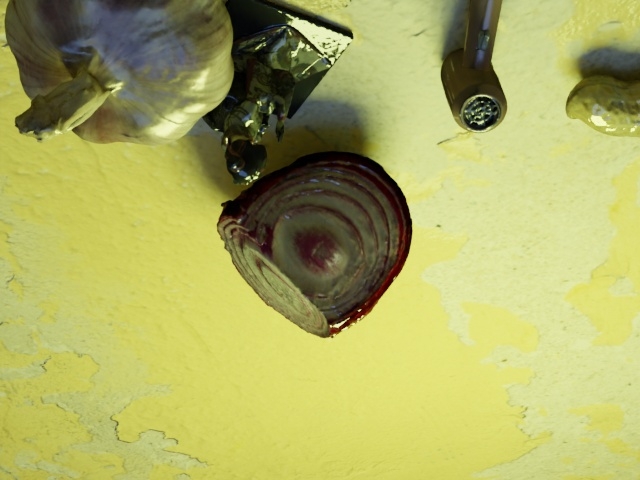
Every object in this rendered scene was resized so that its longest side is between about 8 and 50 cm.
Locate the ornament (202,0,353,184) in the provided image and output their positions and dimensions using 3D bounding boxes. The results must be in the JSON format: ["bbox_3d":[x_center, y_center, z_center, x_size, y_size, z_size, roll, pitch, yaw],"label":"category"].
[{"bbox_3d":[-0.065,-0.135,1.284,0.153,0.196,0.166,17,138,-24],"label":"ornament"}]

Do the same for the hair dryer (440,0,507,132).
[{"bbox_3d":[0.176,-0.220,1.285,0.064,0.117,0.182,1,122,-4],"label":"hair dryer"}]

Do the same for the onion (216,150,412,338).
[{"bbox_3d":[0.004,-0.003,1.464,0.207,0.216,0.206,-37,180,-14],"label":"onion"}]

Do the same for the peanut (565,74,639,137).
[{"bbox_3d":[0.379,-0.162,1.387,0.174,0.080,0.080,5,141,-8],"label":"peanut"}]

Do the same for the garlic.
[{"bbox_3d":[-0.223,-0.180,1.151,0.245,0.253,0.245,11,129,14],"label":"garlic"}]
